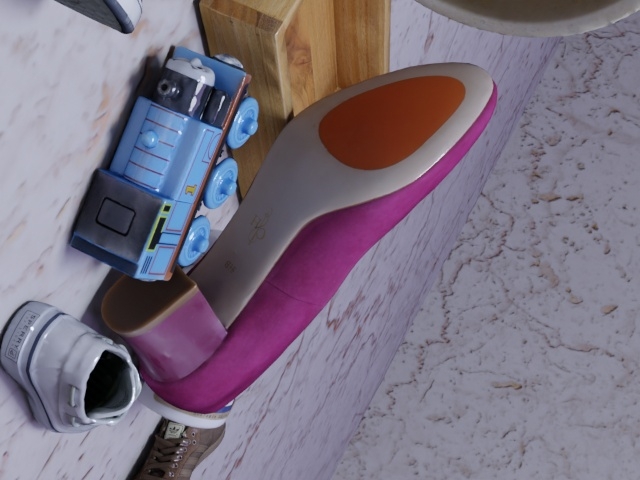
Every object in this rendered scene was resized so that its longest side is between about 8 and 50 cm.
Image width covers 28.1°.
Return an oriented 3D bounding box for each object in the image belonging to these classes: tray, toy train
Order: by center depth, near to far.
[{"bbox_3d":[-0.110,-0.055,0.947,0.184,0.080,0.105,-67,161,6],"label":"toy train"},{"bbox_3d":[-0.010,-0.163,1.165,0.202,0.076,0.411,-61,168,-20],"label":"tray"}]

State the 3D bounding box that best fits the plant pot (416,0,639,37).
[{"bbox_3d":[0.189,-0.366,0.920,0.305,0.334,0.333,-46,158,-38],"label":"plant pot"}]

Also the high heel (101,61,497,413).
[{"bbox_3d":[0.000,0.000,1.084,0.377,0.127,0.181,-32,144,-1],"label":"high heel"}]

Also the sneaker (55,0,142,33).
[{"bbox_3d":[-0.106,-0.213,0.645,0.163,0.086,0.226,-60,165,-13],"label":"sneaker"}]

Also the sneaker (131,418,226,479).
[{"bbox_3d":[-0.158,0.222,1.328,0.188,0.066,0.071,-58,150,-51],"label":"sneaker"}]

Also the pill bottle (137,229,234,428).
[{"bbox_3d":[-0.102,0.080,1.183,0.169,0.094,0.094,-67,167,9],"label":"pill bottle"}]

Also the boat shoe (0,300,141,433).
[{"bbox_3d":[-0.178,0.114,0.978,0.083,0.076,0.226,-63,167,-12],"label":"boat shoe"}]
